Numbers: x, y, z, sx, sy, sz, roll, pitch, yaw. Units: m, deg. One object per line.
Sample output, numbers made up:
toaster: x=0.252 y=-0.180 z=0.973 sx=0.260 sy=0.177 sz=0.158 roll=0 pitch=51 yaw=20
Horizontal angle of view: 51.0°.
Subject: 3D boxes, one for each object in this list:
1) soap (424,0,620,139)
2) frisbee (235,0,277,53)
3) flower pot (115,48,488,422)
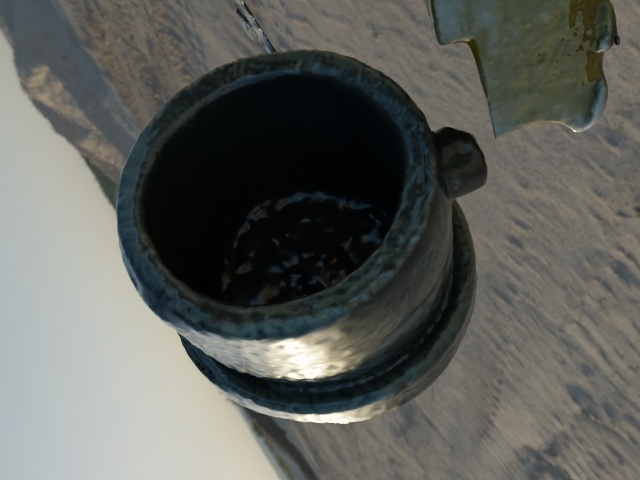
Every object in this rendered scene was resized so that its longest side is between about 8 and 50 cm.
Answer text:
soap: x=0.138 y=-0.257 z=0.532 sx=0.281 sy=0.143 sz=0.259 roll=-92 pitch=-18 yaw=-47
frisbee: x=-0.071 y=-0.232 z=0.753 sx=0.211 sy=0.012 sz=0.187 roll=56 pitch=-177 yaw=32
flower pot: x=0.000 y=0.000 z=0.590 sx=0.299 sy=0.299 sz=0.282 roll=51 pitch=172 yaw=30
